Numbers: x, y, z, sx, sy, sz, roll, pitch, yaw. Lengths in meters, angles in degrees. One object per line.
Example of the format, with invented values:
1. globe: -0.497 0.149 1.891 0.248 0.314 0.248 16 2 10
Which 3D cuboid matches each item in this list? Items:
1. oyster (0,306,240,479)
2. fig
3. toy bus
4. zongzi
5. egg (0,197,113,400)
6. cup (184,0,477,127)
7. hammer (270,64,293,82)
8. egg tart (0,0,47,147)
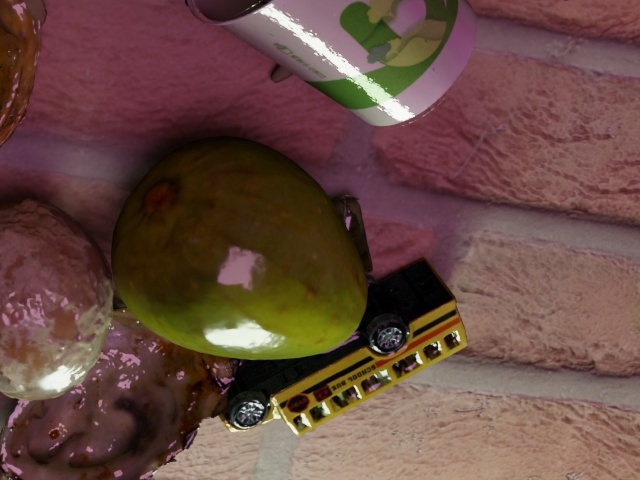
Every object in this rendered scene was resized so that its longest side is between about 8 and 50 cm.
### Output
1. oyster: -0.263 0.228 1.965 0.221 0.096 0.361 34 99 0
2. fig: -0.082 0.023 1.855 0.326 0.258 0.258 27 105 -35
3. toy bus: 0.020 0.151 2.020 0.335 0.121 0.123 -28 127 -4
4. zongzi: 0.000 0.000 1.978 0.119 0.055 0.109 -11 116 1
5. egg: -0.341 0.070 1.818 0.203 0.203 0.245 -11 106 -12
6. cup: 0.023 -0.276 1.753 0.253 0.253 0.274 -45 127 7
7. hammer: -0.084 -0.271 1.837 0.060 0.028 0.195 -35 117 9
8. egg tart: -0.464 -0.196 1.695 0.341 0.129 0.341 -6 115 -14
